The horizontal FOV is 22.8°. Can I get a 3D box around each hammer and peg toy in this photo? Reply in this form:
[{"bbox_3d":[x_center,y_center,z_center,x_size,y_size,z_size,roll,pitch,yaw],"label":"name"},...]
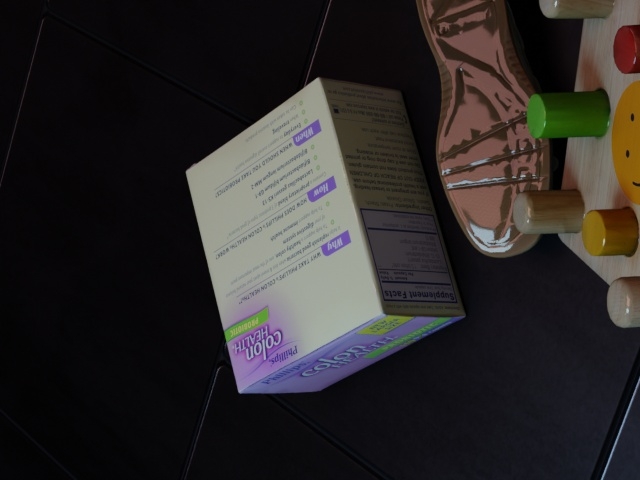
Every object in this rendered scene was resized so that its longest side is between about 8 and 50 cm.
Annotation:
[{"bbox_3d":[0.255,-0.122,1.169,0.266,0.127,0.361,-125,36,-62],"label":"hammer and peg toy"}]

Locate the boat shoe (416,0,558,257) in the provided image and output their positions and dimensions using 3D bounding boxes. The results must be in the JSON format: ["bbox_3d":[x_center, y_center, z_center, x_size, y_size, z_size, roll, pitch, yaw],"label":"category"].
[{"bbox_3d":[0.156,-0.124,1.423,0.105,0.089,0.285,-10,82,19],"label":"boat shoe"}]

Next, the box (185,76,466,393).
[{"bbox_3d":[0.000,0.000,1.543,0.213,0.117,0.243,-32,65,40],"label":"box"}]
